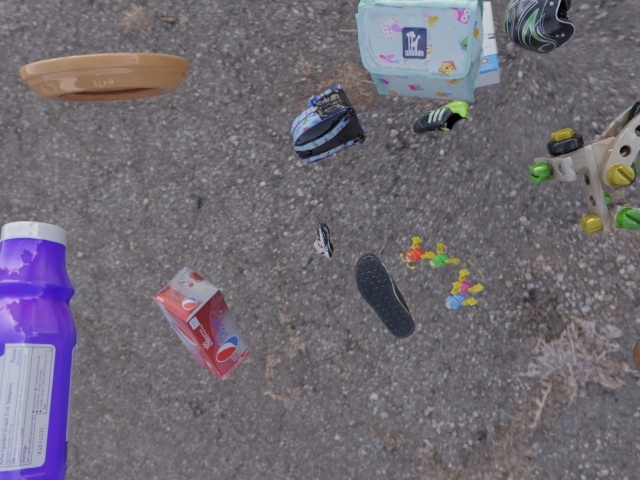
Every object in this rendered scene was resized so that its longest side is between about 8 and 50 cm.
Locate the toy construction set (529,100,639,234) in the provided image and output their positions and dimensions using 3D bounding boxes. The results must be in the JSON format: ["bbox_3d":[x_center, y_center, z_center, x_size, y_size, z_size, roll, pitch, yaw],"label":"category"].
[{"bbox_3d":[0.500,-0.077,0.886,0.237,0.309,0.257,-14,125,-1],"label":"toy construction set"}]

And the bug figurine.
[{"bbox_3d":[0.386,0.109,1.649,0.279,0.216,0.072,52,124,26],"label":"bug figurine"}]

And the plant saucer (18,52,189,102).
[{"bbox_3d":[-0.265,-0.201,0.663,0.200,0.200,0.037,-1,103,22],"label":"plant saucer"}]

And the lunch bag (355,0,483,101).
[{"bbox_3d":[0.202,-0.387,1.031,0.223,0.262,0.160,11,84,19],"label":"lunch bag"}]

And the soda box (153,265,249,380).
[{"bbox_3d":[-0.218,0.166,0.999,0.092,0.083,0.263,28,151,25],"label":"soda box"}]

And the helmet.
[{"bbox_3d":[0.544,-0.565,1.311,0.162,0.169,0.169,28,123,-28],"label":"helmet"}]

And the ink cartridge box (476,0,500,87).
[{"bbox_3d":[0.400,-0.521,1.428,0.148,0.086,0.203,-7,76,21],"label":"ink cartridge box"}]

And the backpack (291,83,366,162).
[{"bbox_3d":[0.006,-0.277,1.292,0.173,0.158,0.116,-29,65,7],"label":"backpack"}]

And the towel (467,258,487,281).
[{"bbox_3d":[0.521,0.099,1.747,0.009,0.083,0.060,-38,126,4],"label":"towel"}]

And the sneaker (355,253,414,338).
[{"bbox_3d":[0.156,0.137,1.300,0.084,0.097,0.234,-26,96,12],"label":"sneaker"}]

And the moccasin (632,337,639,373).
[{"bbox_3d":[0.641,0.092,0.757,0.380,0.147,0.139,-34,113,-6],"label":"moccasin"}]

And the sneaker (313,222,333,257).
[{"bbox_3d":[0.000,0.000,1.243,0.044,0.040,0.109,12,140,22],"label":"sneaker"}]

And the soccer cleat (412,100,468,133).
[{"bbox_3d":[0.332,-0.333,1.469,0.179,0.060,0.072,-22,58,44],"label":"soccer cleat"}]

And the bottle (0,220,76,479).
[{"bbox_3d":[-0.316,0.123,0.556,0.118,0.092,0.282,-14,71,38],"label":"bottle"}]
